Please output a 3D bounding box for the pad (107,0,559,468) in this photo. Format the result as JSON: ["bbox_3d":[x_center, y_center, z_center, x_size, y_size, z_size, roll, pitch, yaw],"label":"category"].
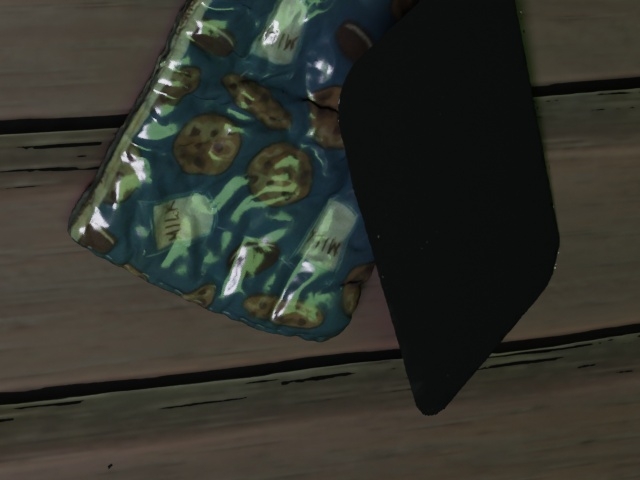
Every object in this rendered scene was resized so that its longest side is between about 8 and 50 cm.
[{"bbox_3d":[0.013,0.010,0.965,0.323,0.055,0.250,-31,130,-20],"label":"pad"}]

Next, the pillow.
[{"bbox_3d":[-0.011,-0.074,0.982,0.189,0.034,0.255,22,100,-31],"label":"pillow"}]
